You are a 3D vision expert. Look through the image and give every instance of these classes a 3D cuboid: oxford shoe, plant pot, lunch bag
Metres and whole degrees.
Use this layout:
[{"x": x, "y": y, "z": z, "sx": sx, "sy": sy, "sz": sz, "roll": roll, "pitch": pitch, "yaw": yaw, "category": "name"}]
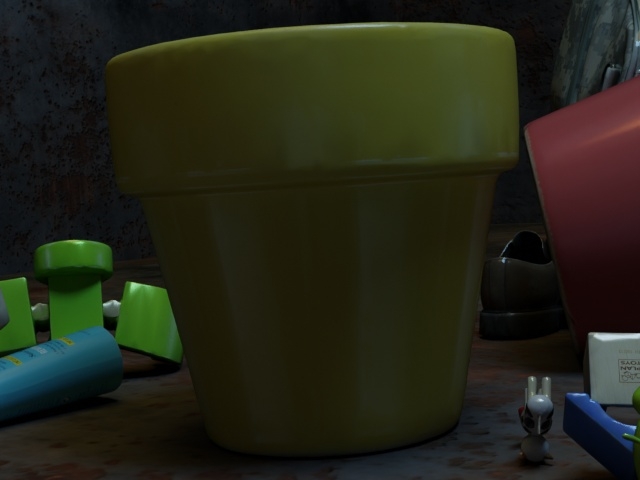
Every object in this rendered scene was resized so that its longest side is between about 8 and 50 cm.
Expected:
[{"x": 0.230, "y": 0.036, "z": 1.084, "sx": 0.082, "sy": 0.096, "sz": 0.227, "roll": -4, "pitch": 1, "yaw": 32, "category": "oxford shoe"}, {"x": 0.000, "y": 0.000, "z": 0.682, "sx": 0.254, "sy": 0.239, "sz": 0.254, "roll": -3, "pitch": 3, "yaw": 0, "category": "plant pot"}, {"x": 0.407, "y": -0.157, "z": 1.087, "sx": 0.305, "sy": 0.213, "sz": 0.256, "roll": 10, "pitch": 24, "yaw": -3, "category": "lunch bag"}, {"x": 0.300, "y": -0.028, "z": 0.860, "sx": 0.243, "sy": 0.275, "sz": 0.275, "roll": -13, "pitch": 1, "yaw": 11, "category": "plant pot"}]

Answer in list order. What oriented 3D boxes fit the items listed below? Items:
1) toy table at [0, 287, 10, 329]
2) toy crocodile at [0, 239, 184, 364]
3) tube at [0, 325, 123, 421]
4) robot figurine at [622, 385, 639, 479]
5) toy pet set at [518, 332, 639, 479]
[{"x": -0.256, "y": 0.044, "z": 0.399, "sx": 0.274, "sy": 0.252, "sz": 0.161, "roll": 13, "pitch": 28, "yaw": 34, "category": "toy table"}, {"x": -0.278, "y": 0.071, "z": 0.915, "sx": 0.340, "sy": 0.115, "sz": 0.105, "roll": -3, "pitch": -16, "yaw": -15, "category": "toy crocodile"}, {"x": -0.241, "y": 0.111, "z": 0.773, "sx": 0.207, "sy": 0.052, "sz": 0.080, "roll": -15, "pitch": 0, "yaw": -42, "category": "tube"}, {"x": 0.178, "y": 0.086, "z": 0.449, "sx": 0.115, "sy": 0.067, "sz": 0.101, "roll": -5, "pitch": 35, "yaw": -34, "category": "robot figurine"}, {"x": 0.162, "y": 0.098, "z": 0.546, "sx": 0.122, "sy": 0.065, "sz": 0.114, "roll": 0, "pitch": -31, "yaw": 10, "category": "toy pet set"}]
